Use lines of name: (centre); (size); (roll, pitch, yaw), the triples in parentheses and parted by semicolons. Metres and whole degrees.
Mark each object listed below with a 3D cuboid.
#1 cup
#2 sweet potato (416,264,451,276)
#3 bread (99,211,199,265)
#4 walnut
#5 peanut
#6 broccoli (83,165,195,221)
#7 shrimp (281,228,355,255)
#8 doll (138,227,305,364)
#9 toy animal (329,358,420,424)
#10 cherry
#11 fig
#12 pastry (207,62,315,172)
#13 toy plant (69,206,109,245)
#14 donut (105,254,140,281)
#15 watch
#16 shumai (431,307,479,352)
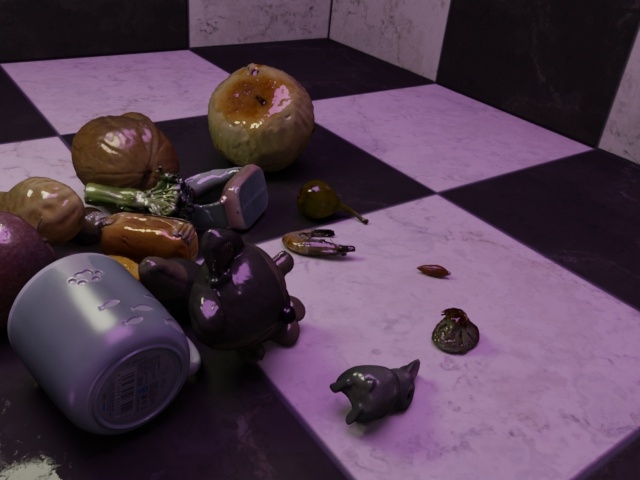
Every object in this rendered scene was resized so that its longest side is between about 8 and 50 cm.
cup: (-0.376, 0.210, 1.182); (0.274, 0.259, 0.356); (34, 9, 37)
sweet potato: (0.314, 0.082, 1.684); (0.095, 0.034, 0.034); (12, 31, 8)
bread: (-0.441, 0.010, 1.568); (0.241, 0.136, 0.107); (8, 33, 7)
walnut: (-0.586, -0.239, 1.821); (0.332, 0.333, 0.333); (5, 31, -3)
peanut: (-0.742, -0.068, 1.539); (0.387, 0.169, 0.192); (-6, 52, 33)
broccoli: (-0.493, -0.107, 1.654); (0.304, 0.145, 0.165); (8, 63, -1)
shrimp: (0.000, 0.000, 1.753); (0.217, 0.051, 0.150); (9, 24, 12)
doll: (-0.229, 0.127, 1.282); (0.378, 0.382, 0.252); (-5, 70, 14)
toy animal: (0.139, 0.298, 1.223); (0.236, 0.138, 0.108); (0, 59, -37)
cherry: (-0.701, 0.073, 1.316); (0.221, 0.261, 0.308); (25, 69, 2)
fig: (0.043, -0.109, 1.896); (0.236, 0.124, 0.124); (18, 30, -9)
pastry: (-0.201, -0.415, 2.137); (0.388, 0.313, 0.389); (-4, 61, 8)
toy plant: (-0.646, -0.042, 1.656); (0.200, 0.105, 0.143); (11, 23, 30)
donut: (-0.521, 0.108, 1.453); (0.174, 0.075, 0.190); (16, 28, 17)
watch: (-0.311, -0.128, 1.829); (0.241, 0.162, 0.253); (6, 35, 23)
shumai: (0.323, 0.201, 1.435); (0.123, 0.087, 0.099); (-21, 39, -40)
